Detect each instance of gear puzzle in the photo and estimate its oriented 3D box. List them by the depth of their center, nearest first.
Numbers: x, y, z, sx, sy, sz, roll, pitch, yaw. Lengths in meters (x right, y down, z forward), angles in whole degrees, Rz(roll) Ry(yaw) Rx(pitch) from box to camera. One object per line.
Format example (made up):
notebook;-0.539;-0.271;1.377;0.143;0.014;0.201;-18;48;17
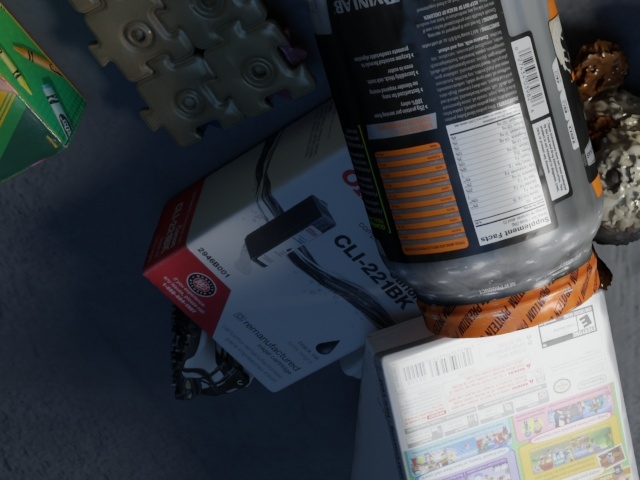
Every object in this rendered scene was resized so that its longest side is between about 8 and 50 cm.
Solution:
gear puzzle;-0.154;-0.241;1.304;0.175;0.044;0.339;-21;119;28

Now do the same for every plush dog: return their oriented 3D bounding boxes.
plush dog;0.301;-0.061;1.298;0.225;0.210;0.262;9;103;22

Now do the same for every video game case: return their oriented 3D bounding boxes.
video game case;0.163;0.159;1.268;0.212;0.023;0.193;-16;101;-17

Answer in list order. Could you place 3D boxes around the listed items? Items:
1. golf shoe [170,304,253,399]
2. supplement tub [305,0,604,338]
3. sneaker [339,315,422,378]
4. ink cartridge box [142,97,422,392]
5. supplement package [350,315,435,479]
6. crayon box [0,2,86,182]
golf shoe;-0.110;0.112;1.539;0.094;0.077;0.198;1;162;-3
supplement tub;0.116;-0.092;1.212;0.194;0.193;0.316;-11;105;19
sneaker;0.116;0.084;1.503;0.094;0.080;0.212;26;137;-26
ink cartridge box;0.000;0.000;1.419;0.273;0.114;0.197;-31;118;29
supplement package;0.146;0.213;1.452;0.175;0.177;0.293;-18;144;-16
crayon box;-0.371;-0.173;1.371;0.165;0.081;0.278;-24;121;27
